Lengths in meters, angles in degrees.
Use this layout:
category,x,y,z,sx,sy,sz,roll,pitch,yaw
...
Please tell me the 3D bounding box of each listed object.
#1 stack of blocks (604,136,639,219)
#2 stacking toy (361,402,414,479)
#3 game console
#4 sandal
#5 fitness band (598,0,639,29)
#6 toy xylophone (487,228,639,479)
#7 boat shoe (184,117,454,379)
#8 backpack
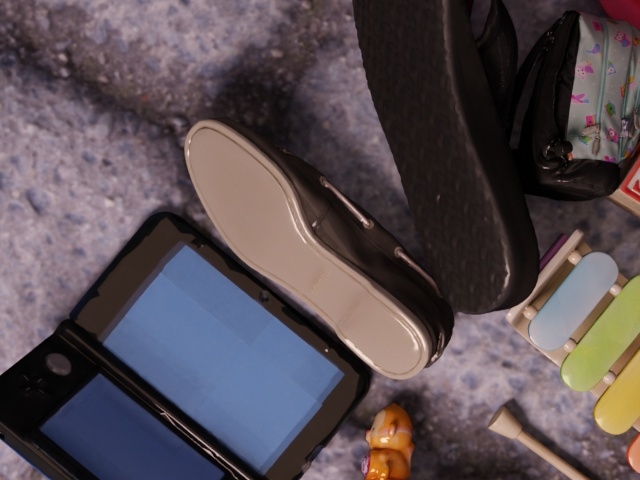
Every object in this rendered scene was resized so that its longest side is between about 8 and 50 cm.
category,x,y,z,sx,sy,sz,roll,pitch,yaw
stack of blocks,0.457,-0.040,1.236,0.297,0.087,0.171,32,89,2
stacking toy,0.057,0.304,1.203,0.165,0.175,0.302,5,69,-1
game console,-0.135,0.149,1.210,0.293,0.250,0.173,38,116,2
sandal,0.133,-0.150,1.231,0.107,0.167,0.446,-12,88,-32
fitness band,0.406,-0.280,1.197,0.290,0.209,0.054,2,46,2
toy xylophone,0.316,0.151,1.238,0.322,0.081,0.236,31,90,2
boat shoe,0.000,0.000,1.255,0.335,0.095,0.112,46,126,6
backpack,0.259,-0.133,1.228,0.115,0.152,0.182,13,85,-14
